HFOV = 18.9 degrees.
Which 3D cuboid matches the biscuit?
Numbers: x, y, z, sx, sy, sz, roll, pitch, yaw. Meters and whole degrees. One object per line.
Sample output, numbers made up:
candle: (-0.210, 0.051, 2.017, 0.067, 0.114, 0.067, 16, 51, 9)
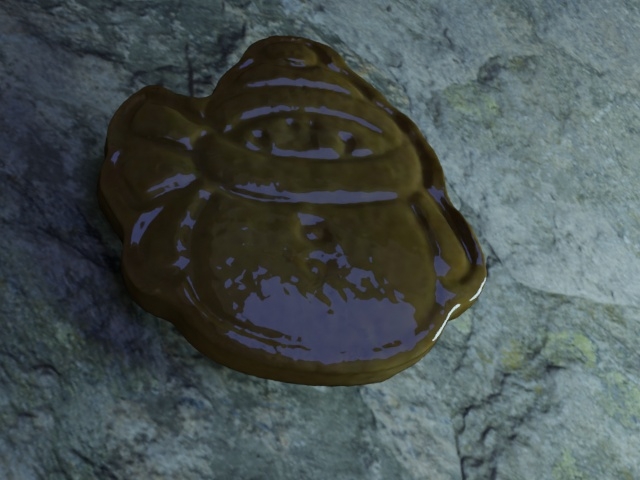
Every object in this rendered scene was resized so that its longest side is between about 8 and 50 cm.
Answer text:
biscuit: (-0.031, -0.031, 1.640, 0.312, 0.057, 0.351, -8, 58, -22)
